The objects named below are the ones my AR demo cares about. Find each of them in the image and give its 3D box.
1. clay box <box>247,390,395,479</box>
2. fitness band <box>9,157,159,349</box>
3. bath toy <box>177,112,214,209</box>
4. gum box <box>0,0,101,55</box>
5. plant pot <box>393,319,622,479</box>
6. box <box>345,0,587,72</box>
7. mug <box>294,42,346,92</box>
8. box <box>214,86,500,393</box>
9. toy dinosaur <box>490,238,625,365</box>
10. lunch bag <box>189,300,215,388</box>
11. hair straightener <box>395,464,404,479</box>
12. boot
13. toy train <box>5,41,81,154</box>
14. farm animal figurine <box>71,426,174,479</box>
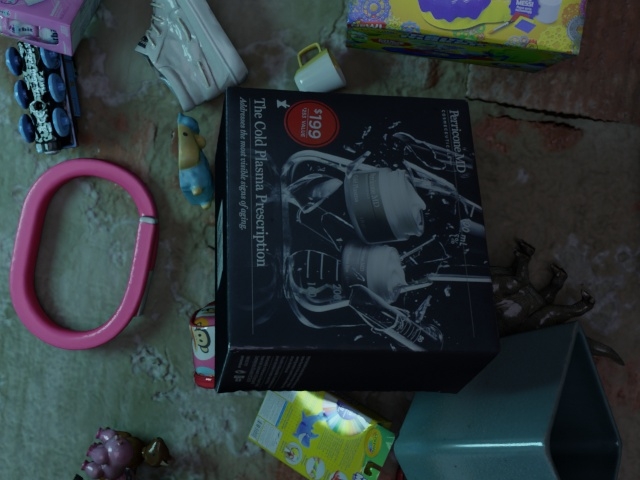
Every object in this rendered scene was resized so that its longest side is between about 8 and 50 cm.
[{"bbox_3d":[0.008,0.286,1.415,0.222,0.053,0.128,26,96,32],"label":"clay box"},{"bbox_3d":[-0.356,0.021,1.455,0.208,0.054,0.291,13,94,1],"label":"fitness band"},{"bbox_3d":[-0.029,-0.132,1.399,0.348,0.151,0.129,-3,73,-3],"label":"bath toy"},{"bbox_3d":[-0.374,-0.352,1.366,0.107,0.062,0.188,15,56,0],"label":"gum box"},{"bbox_3d":[0.253,0.288,1.350,0.252,0.247,0.248,-8,120,31],"label":"plant pot"},{"bbox_3d":[0.187,-0.341,1.296,0.289,0.279,0.177,8,95,1],"label":"box"},{"bbox_3d":[-0.004,-0.246,1.428,0.064,0.078,0.062,-27,126,12],"label":"mug"},{"bbox_3d":[0.030,0.003,1.196,0.312,0.179,0.343,1,65,-11],"label":"box"},{"bbox_3d":[0.300,0.104,1.431,0.313,0.121,0.160,33,107,-6],"label":"toy dinosaur"},{"bbox_3d":[-0.034,0.130,1.353,0.293,0.258,0.120,-6,95,2],"label":"lunch bag"},{"bbox_3d":[0.147,0.458,1.483,0.089,0.047,0.231,8,95,1],"label":"hair straightener"},{"bbox_3d":[-0.221,-0.316,1.399,0.123,0.095,0.258,-33,95,-3],"label":"boot"},{"bbox_3d":[-0.396,-0.216,1.408,0.080,0.105,0.184,-9,94,11],"label":"toy train"},{"bbox_3d":[-0.285,0.422,1.351,0.172,0.330,0.327,24,94,-4],"label":"farm animal figurine"}]
